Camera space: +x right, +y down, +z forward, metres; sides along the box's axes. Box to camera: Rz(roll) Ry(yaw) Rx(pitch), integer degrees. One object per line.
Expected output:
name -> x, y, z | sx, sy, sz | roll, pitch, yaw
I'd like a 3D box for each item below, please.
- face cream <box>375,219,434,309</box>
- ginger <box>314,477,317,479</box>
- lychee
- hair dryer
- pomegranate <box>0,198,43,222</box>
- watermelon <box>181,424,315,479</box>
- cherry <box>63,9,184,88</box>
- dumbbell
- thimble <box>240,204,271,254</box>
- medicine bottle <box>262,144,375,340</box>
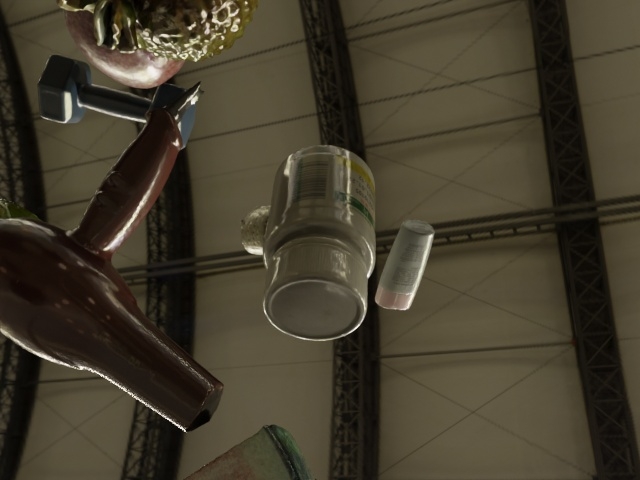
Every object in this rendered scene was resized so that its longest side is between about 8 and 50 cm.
face cream -> 0.175, 0.053, 1.325 | 0.084, 0.057, 0.198 | 9, -57, -10
ginger -> -0.086, 0.616, 1.142 | 0.358, 0.211, 0.414 | -23, -104, -26
lychee -> -0.203, -0.377, 0.877 | 0.270, 0.270, 0.320 | 35, -95, 24
hair dryer -> -0.181, -0.012, 0.685 | 0.312, 0.123, 0.341 | 28, -101, 11
pomegranate -> -0.552, 0.058, 1.046 | 0.240, 0.189, 0.159 | -36, -145, 32
watermelon -> -0.110, 0.312, 0.686 | 0.292, 0.283, 0.251 | 27, -107, -11
cherry -> -0.353, -0.413, 1.219 | 0.203, 0.300, 0.230 | 29, -119, 25
dumbbell -> -0.443, -0.300, 1.409 | 0.324, 0.160, 0.144 | 14, -82, -1
thimble -> -0.115, -0.023, 1.444 | 0.090, 0.102, 0.115 | -2, -109, 46
medicine bottle -> 0.000, 0.000, 1.193 | 0.208, 0.208, 0.340 | -15, -139, 18
